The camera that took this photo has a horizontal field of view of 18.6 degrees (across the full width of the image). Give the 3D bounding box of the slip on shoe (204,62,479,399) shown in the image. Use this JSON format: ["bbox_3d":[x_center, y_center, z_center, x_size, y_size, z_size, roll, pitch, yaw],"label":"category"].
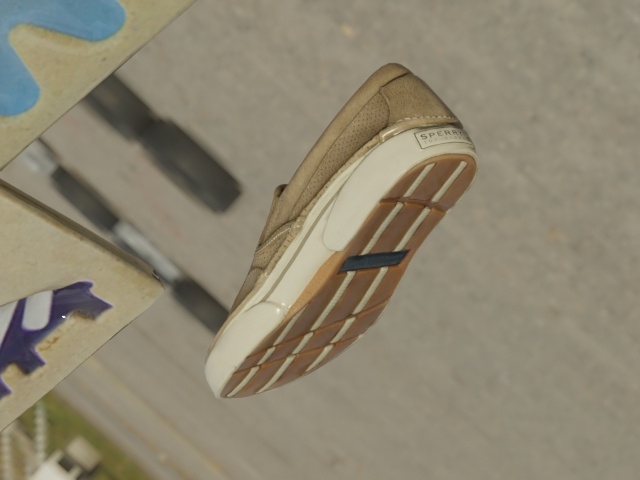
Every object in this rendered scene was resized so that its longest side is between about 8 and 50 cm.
[{"bbox_3d":[0.000,0.000,0.626,0.135,0.051,0.041,-55,54,40],"label":"slip on shoe"}]

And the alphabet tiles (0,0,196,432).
[{"bbox_3d":[-0.186,0.000,0.293,0.342,0.285,0.011,34,-158,-50],"label":"alphabet tiles"}]
